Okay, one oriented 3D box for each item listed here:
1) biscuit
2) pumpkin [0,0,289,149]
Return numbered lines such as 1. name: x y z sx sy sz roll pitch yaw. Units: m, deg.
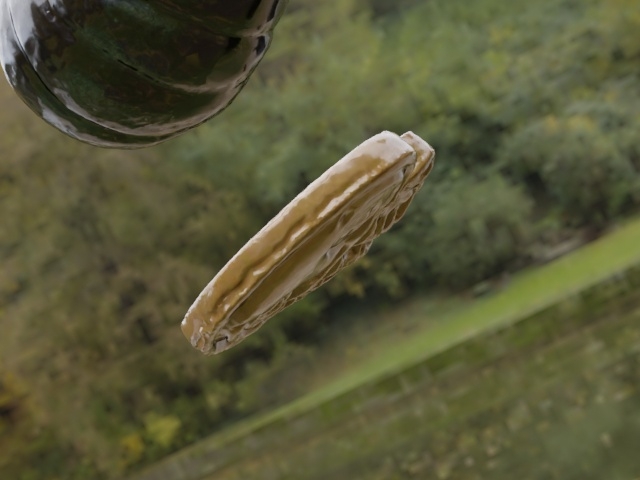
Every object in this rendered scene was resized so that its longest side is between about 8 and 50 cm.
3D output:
1. biscuit: 0.001 0.001 1.370 0.202 0.044 0.288 -45 -9 15
2. pumpkin: -0.081 -0.138 0.945 0.194 0.194 0.150 -27 -32 30
